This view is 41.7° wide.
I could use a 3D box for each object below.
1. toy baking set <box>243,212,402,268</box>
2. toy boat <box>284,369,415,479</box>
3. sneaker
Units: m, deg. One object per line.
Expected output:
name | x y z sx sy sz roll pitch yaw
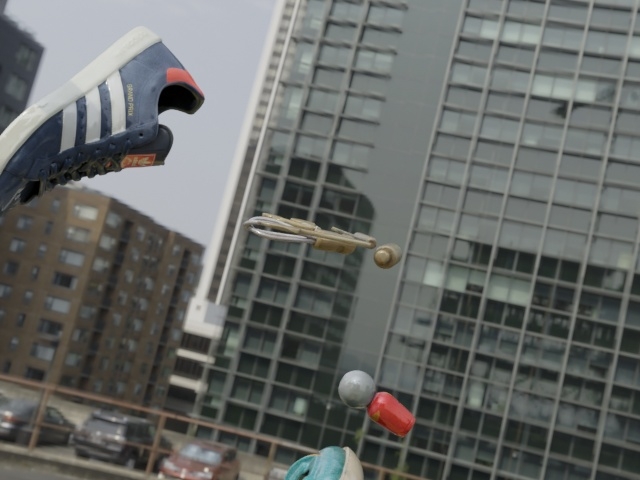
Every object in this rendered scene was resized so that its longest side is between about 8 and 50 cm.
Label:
toy baking set | 0.007 0.002 1.066 0.196 0.030 0.256 13 4 5
toy boat | 0.024 0.391 1.493 0.148 0.318 0.267 36 -3 0
sneaker | -0.278 -0.122 1.054 0.148 0.350 0.131 42 -29 -6
